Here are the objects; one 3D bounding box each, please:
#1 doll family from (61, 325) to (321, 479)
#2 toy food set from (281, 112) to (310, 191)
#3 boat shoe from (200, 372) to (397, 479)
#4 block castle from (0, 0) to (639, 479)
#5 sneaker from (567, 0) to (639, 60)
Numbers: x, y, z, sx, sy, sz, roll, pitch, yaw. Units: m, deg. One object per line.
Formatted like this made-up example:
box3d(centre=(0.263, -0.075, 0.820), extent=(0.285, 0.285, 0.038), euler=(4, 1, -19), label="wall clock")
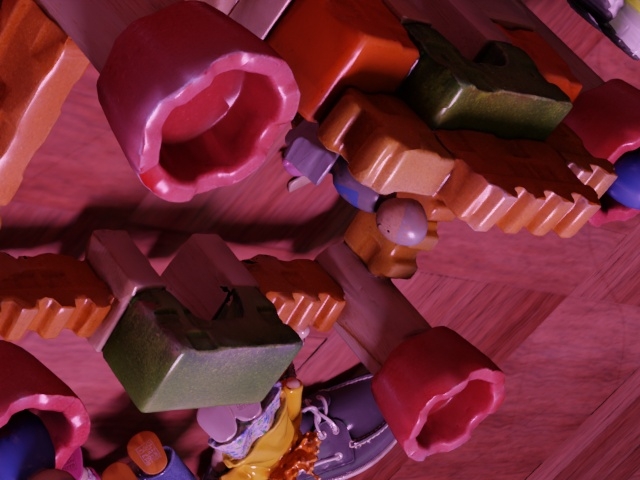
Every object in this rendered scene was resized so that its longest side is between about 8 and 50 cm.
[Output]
box3d(centre=(-0.090, 0.174, 1.240), extent=(0.263, 0.118, 0.163), euler=(-38, 154, -2), label="doll family")
box3d(centre=(0.008, -0.074, 1.083), extent=(0.078, 0.019, 0.122), euler=(-28, 152, -20), label="toy food set")
box3d(centre=(-0.007, 0.166, 1.384), extent=(0.206, 0.075, 0.065), euler=(-29, 155, -9), label="boat shoe")
box3d(centre=(0.000, 0.000, 0.942), extent=(0.453, 0.213, 0.303), euler=(2, 129, -49), label="block castle")
box3d(centre=(0.197, -0.191, 1.081), extent=(0.094, 0.081, 0.208), euler=(-48, 161, 9), label="sneaker")
